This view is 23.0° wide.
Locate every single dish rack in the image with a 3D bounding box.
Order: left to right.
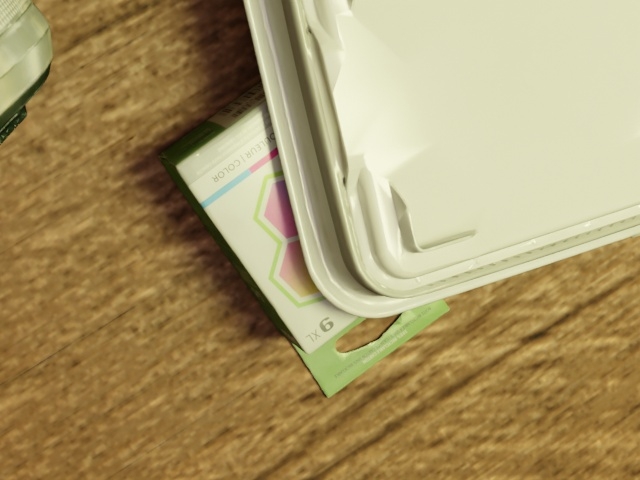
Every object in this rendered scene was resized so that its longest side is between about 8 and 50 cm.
[{"bbox_3d":[0.127,-0.117,0.998,0.332,0.072,0.286,-17,100,-23],"label":"dish rack"}]

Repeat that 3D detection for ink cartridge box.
[{"bbox_3d":[0.000,0.000,1.023,0.109,0.062,0.209,-36,108,-9],"label":"ink cartridge box"}]

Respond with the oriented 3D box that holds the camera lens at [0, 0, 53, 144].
[{"bbox_3d":[-0.293,-0.136,0.830,0.219,0.219,0.274,-37,107,-7],"label":"camera lens"}]
